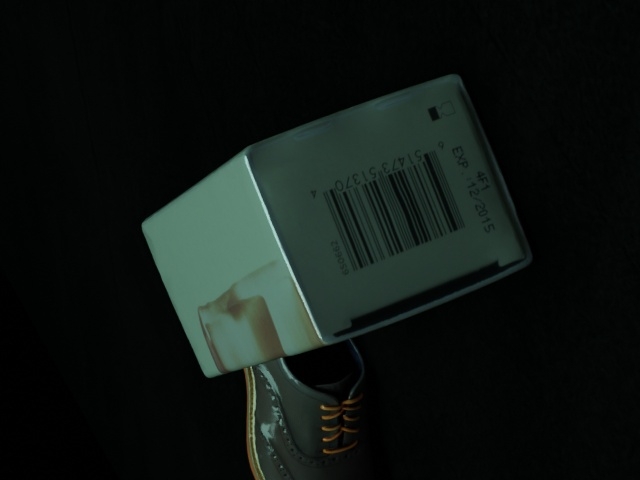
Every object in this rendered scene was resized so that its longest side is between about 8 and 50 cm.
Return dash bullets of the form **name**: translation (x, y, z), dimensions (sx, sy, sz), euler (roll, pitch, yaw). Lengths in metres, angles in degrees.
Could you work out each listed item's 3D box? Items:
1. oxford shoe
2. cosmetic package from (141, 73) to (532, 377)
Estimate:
- **oxford shoe**: translation (-0.005, 0.140, 1.508), dimensions (0.098, 0.097, 0.271), euler (4, 116, 63)
- **cosmetic package**: translation (0.000, 0.000, 1.239), dimensions (0.129, 0.153, 0.296), euler (68, 163, 0)
